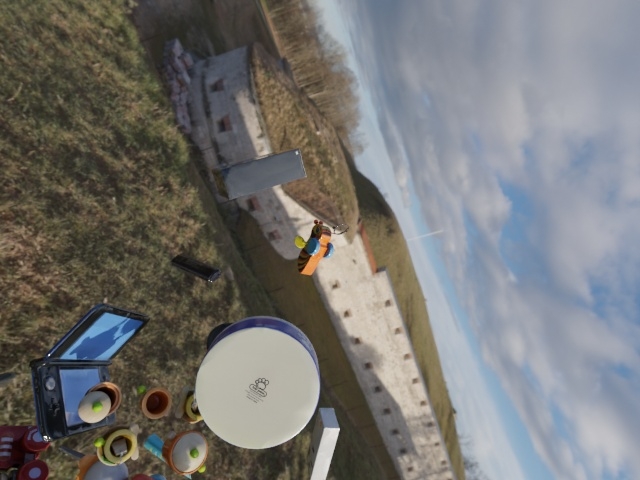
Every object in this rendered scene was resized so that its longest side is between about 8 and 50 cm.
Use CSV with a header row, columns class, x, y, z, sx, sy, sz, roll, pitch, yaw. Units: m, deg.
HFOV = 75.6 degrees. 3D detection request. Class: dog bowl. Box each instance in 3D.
class,x,y,z,sx,sy,sz,roll,pitch,yaw
dog bowl,-0.133,0.306,0.907,0.104,0.265,0.264,-159,-127,-85

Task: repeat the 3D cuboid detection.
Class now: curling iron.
class,x,y,z,sx,sy,sz,roll,pitch,yaw
curling iron,-0.982,0.932,1.736,0.035,0.274,0.068,-65,178,-54

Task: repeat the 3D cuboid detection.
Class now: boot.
class,x,y,z,sx,sy,sz,roll,pitch,yaw
boot,-1.130,0.494,1.361,0.137,0.198,0.076,-18,93,-69

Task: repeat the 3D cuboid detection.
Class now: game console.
class,x,y,z,sx,sy,sz,roll,pitch,yaw
game console,-0.522,0.312,0.999,0.293,0.174,0.249,86,-15,-73

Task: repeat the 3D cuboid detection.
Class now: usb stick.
class,x,y,z,sx,sy,sz,roll,pitch,yaw
usb stick,-0.561,0.123,1.853,0.077,0.278,0.045,-47,141,-35

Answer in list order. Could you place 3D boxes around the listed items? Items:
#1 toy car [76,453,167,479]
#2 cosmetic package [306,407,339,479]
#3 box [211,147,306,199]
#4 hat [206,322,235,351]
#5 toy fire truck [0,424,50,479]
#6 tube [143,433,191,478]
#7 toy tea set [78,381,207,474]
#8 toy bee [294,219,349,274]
class,x,y,z,sx,sy,sz,roll,pitch,yaw
toy car,-0.581,0.693,1.124,0.238,0.210,0.219,41,-11,7
cosmetic package,0.005,0.721,1.458,0.099,0.061,0.238,-123,-137,-66
box,-0.205,-0.222,1.356,0.184,0.262,0.103,18,-54,67
hat,-0.280,0.438,1.420,0.332,0.133,0.331,34,14,-9
toy fire truck,-1.144,0.816,1.488,0.254,0.169,0.302,21,36,-41
tube,-0.547,0.786,1.498,0.052,0.207,0.080,-47,159,-40
toy tea set,-0.393,0.434,0.968,0.336,0.124,0.199,23,61,-35
toy bee,0.000,0.000,1.740,0.195,0.298,0.162,41,19,-45
